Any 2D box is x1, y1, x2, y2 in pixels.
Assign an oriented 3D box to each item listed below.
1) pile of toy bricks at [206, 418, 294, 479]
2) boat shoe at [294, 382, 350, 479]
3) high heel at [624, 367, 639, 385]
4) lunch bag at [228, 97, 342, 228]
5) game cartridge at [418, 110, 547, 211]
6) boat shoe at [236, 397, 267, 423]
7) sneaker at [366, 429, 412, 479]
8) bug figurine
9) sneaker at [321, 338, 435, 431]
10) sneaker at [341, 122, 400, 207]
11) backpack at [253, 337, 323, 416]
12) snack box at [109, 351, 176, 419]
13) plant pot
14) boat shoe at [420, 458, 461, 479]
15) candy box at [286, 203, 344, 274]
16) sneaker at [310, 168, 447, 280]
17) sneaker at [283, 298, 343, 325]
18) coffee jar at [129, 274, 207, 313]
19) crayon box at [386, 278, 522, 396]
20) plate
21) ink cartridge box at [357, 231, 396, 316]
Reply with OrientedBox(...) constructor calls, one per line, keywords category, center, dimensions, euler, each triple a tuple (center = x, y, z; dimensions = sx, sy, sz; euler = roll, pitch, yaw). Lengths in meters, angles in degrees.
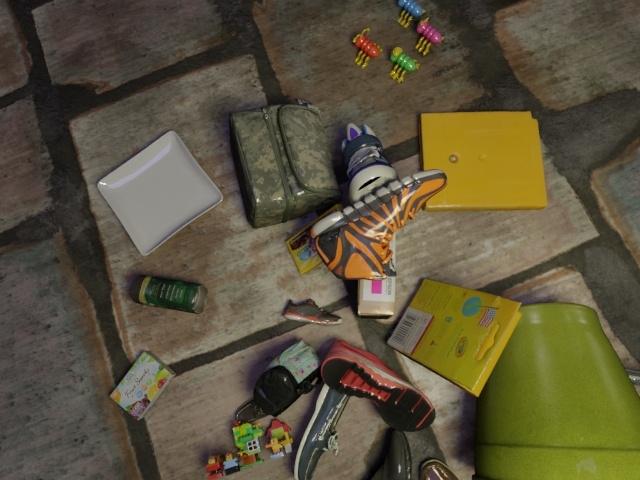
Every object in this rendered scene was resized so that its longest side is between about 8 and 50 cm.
OrientedBox(category="pile of toy bricks", center=(-0.181, 0.490, 1.025), dimensions=(0.213, 0.118, 0.105), euler=(-18, 69, -1))
OrientedBox(category="boat shoe", center=(0.013, 0.464, 1.030), dimensions=(0.079, 0.095, 0.254), euler=(16, 70, 19))
OrientedBox(category="high heel", center=(0.691, 0.421, 0.986), dimensions=(0.186, 0.093, 0.261), euler=(3, 85, 36))
OrientedBox(category="lunch bag", center=(-0.093, -0.209, 1.138), dimensions=(0.256, 0.212, 0.304), euler=(-12, 77, -16))
OrientedBox(category="game cartridge", center=(0.443, -0.220, 1.177), dimensions=(0.324, 0.052, 0.285), euler=(0, 77, 2))
OrientedBox(category="boat shoe", center=(-0.147, 0.418, 1.071), dimensions=(0.152, 0.049, 0.056), euler=(-28, 76, -3))
OrientedBox(category="sneaker", center=(0.143, 0.588, 0.989), dimensions=(0.130, 0.109, 0.286), euler=(8, 75, 14))
OrientedBox(category="bug figurine", center=(0.240, -0.611, 1.264), dimensions=(0.216, 0.072, 0.279), euler=(43, 83, 12))
OrientedBox(category="sneaker", center=(0.150, 0.338, 1.035), dimensions=(0.314, 0.136, 0.116), euler=(34, 110, -7))
OrientedBox(category="sneaker", center=(0.100, -0.199, 1.057), dimensions=(0.130, 0.323, 0.236), euler=(-30, 77, 15))
OrientedBox(category="backpack", center=(-0.066, 0.320, 1.023), dimensions=(0.152, 0.182, 0.115), euler=(-44, 79, 32))
OrientedBox(category="snack box", center=(-0.464, 0.378, 1.110), dimensions=(0.100, 0.037, 0.141), euler=(34, 82, 12))
OrientedBox(category="plant pot", center=(0.500, 0.330, 0.914), dimensions=(0.367, 0.366, 0.352), euler=(0, 66, 4))
OrientedBox(category="boat shoe", center=(0.320, 0.632, 0.965), dimensions=(0.095, 0.095, 0.257), euler=(-31, 77, -3))
OrientedBox(category="candy box", center=(0.000, 0.000, 1.107), dimensions=(0.206, 0.027, 0.105), euler=(-35, 76, 36))
OrientedBox(category="sneaker", center=(0.152, -0.017, 0.924), dimensions=(0.321, 0.124, 0.180), euler=(-28, 80, 10))
OrientedBox(category="sneaker", center=(-0.017, 0.186, 1.111), dimensions=(0.158, 0.061, 0.064), euler=(8, 72, 5))
OrientedBox(category="coffee jar", center=(-0.403, 0.143, 1.128), dimensions=(0.185, 0.096, 0.079), euler=(8, 75, 5))
OrientedBox(category="crayon box", center=(0.302, 0.209, 0.952), dimensions=(0.081, 0.318, 0.202), euler=(36, 82, -18))
OrientedBox(category="plate", center=(-0.459, -0.137, 1.222), dimensions=(0.277, 0.045, 0.278), euler=(-38, 78, -4))
OrientedBox(category="ink cartridge box", center=(0.138, 0.075, 1.054), dimensions=(0.088, 0.193, 0.234), euler=(3, 78, 5))
